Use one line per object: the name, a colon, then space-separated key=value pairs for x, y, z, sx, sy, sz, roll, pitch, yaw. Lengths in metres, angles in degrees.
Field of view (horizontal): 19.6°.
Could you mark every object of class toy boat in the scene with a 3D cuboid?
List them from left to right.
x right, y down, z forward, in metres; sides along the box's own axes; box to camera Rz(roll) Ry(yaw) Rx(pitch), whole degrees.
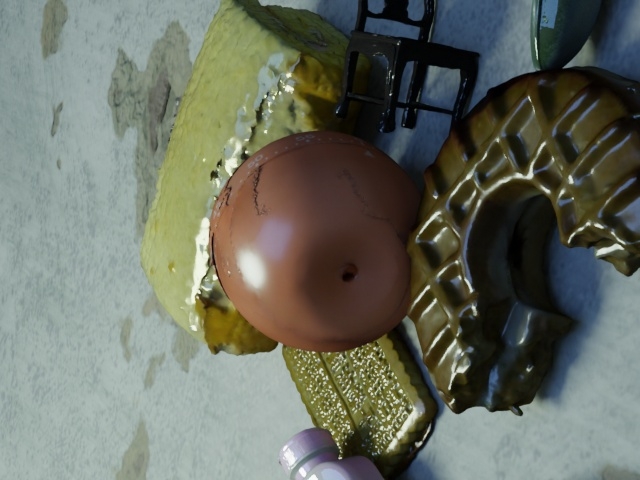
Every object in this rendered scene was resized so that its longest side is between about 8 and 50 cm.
toy boat: x=0.235 y=-0.286 z=1.772 sx=0.085 sy=0.078 sz=0.260 roll=9 pitch=91 yaw=39

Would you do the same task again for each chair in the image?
chair: x=0.097 y=-0.226 z=1.941 sx=0.113 sy=0.106 sz=0.229 roll=19 pitch=101 yaw=56

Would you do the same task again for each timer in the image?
timer: x=0.000 y=0.000 z=1.932 sx=0.215 sy=0.229 sz=0.229 roll=-133 pitch=57 yaw=-62

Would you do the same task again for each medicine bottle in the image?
medicine bottle: x=0.033 y=0.297 z=1.941 sx=0.219 sy=0.078 sz=0.115 roll=56 pitch=133 yaw=30

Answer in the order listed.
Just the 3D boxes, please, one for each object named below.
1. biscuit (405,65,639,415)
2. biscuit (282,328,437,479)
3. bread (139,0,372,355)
biscuit: x=0.205 y=-0.022 z=1.743 sx=0.366 sy=0.115 sz=0.268 roll=-49 pitch=48 yaw=39
biscuit: x=0.036 y=0.155 z=2.036 sx=0.172 sy=0.029 sz=0.254 roll=-58 pitch=42 yaw=31
bread: x=-0.080 y=-0.073 z=2.125 sx=0.236 sy=0.165 sz=0.375 roll=51 pitch=126 yaw=52
